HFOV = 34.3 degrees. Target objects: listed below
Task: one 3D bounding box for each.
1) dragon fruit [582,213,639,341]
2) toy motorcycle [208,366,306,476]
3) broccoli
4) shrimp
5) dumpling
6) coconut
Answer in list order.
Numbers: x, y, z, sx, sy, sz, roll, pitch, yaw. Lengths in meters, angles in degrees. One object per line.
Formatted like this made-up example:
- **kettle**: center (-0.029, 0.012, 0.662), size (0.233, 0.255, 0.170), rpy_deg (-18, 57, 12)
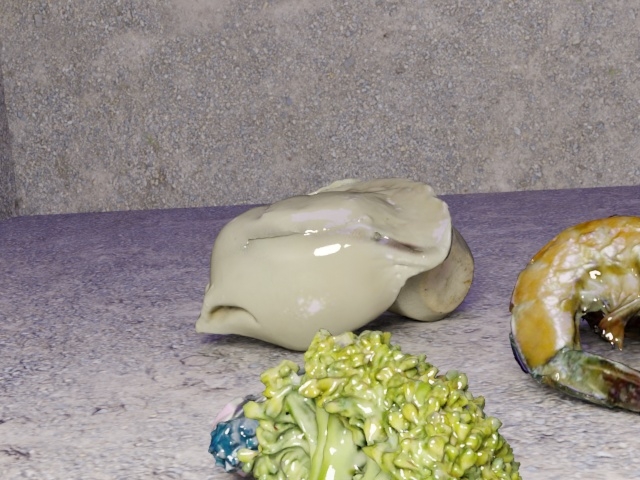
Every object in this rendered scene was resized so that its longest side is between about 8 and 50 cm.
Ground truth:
- **dragon fruit**: center (0.410, 0.048, 1.385), size (0.182, 0.182, 0.188), rpy_deg (-8, 20, -22)
- **toy motorcycle**: center (-0.018, 0.179, 0.973), size (0.239, 0.108, 0.204), rpy_deg (-28, -8, 27)
- **broccoli**: center (0.024, 0.164, 0.771), size (0.272, 0.181, 0.242), rpy_deg (-9, 11, -28)
- **shrimp**: center (0.386, 0.102, 1.120), size (0.272, 0.085, 0.445), rpy_deg (-37, 39, -18)
- **dumpling**: center (0.000, 0.000, 1.476), size (0.395, 0.233, 0.316), rpy_deg (-19, 36, 25)
- **coconut**: center (0.144, 0.041, 1.582), size (0.161, 0.161, 0.162), rpy_deg (-11, 20, -35)
